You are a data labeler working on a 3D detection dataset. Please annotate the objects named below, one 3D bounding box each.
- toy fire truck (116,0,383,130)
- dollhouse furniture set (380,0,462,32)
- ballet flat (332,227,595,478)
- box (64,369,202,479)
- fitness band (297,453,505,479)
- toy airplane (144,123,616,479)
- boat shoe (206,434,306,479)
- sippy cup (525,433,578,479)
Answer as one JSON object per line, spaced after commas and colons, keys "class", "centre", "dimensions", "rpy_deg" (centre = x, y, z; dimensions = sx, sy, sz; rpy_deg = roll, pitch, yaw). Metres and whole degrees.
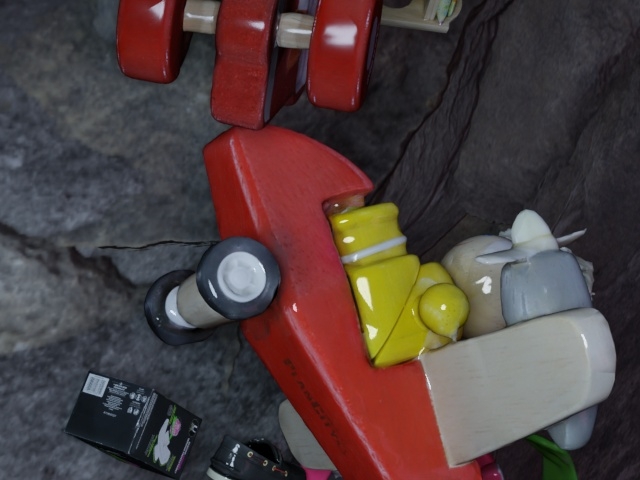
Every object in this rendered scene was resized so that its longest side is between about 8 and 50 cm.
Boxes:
{"class": "toy fire truck", "centre": [-0.029, -0.231, 1.244], "dimensions": [0.254, 0.169, 0.302], "rpy_deg": [-65, 163, -73]}
{"class": "dollhouse furniture set", "centre": [0.067, -0.246, 1.415], "dimensions": [0.182, 0.101, 0.161], "rpy_deg": [108, -13, -57]}
{"class": "ballet flat", "centre": [0.153, 0.104, 1.740], "dimensions": [0.409, 0.147, 0.147], "rpy_deg": [-41, 137, -45]}
{"class": "box", "centre": [-0.138, 0.137, 1.302], "dimensions": [0.083, 0.062, 0.052], "rpy_deg": [44, 64, -58]}
{"class": "fitness band", "centre": [0.081, 0.292, 1.603], "dimensions": [0.054, 0.209, 0.291], "rpy_deg": [-64, 142, -79]}
{"class": "toy airplane", "centre": [0.081, 0.107, 1.339], "dimensions": [0.272, 0.386, 0.384], "rpy_deg": [-37, 139, -27]}
{"class": "boat shoe", "centre": [-0.047, 0.194, 1.509], "dimensions": [0.133, 0.049, 0.042], "rpy_deg": [24, 91, -57]}
{"class": "sippy cup", "centre": [0.141, 0.342, 1.765], "dimensions": [0.224, 0.240, 0.305], "rpy_deg": [51, 33, -45]}
